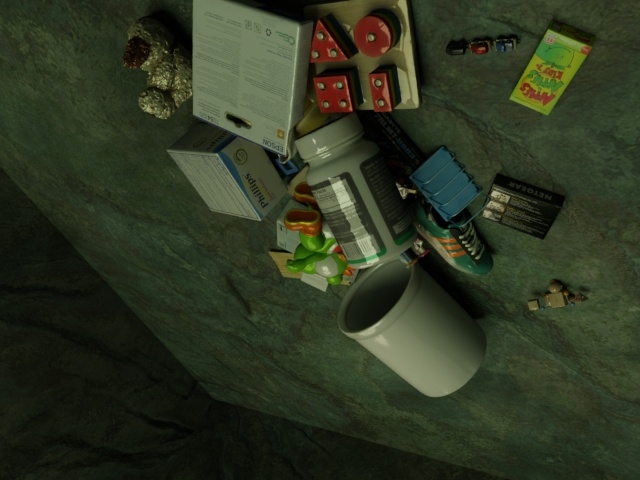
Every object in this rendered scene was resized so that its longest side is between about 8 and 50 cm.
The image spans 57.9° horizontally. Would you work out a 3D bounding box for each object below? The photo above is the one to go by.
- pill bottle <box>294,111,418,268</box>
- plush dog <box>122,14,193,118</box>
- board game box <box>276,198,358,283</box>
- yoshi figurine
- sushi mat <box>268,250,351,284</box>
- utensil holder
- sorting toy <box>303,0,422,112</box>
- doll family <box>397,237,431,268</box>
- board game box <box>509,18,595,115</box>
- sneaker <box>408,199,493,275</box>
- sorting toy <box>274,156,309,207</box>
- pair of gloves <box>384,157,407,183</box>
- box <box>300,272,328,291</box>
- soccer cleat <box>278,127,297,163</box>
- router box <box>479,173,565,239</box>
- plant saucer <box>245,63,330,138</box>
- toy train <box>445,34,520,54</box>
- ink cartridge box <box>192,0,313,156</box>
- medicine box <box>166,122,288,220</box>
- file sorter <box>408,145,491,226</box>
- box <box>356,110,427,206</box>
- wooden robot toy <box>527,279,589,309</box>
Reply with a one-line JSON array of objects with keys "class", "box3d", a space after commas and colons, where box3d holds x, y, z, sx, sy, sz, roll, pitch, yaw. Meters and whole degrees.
[{"class": "pill bottle", "box3d": [0.088, -0.127, 1.468, 0.204, 0.204, 0.360, -14, 107, 46]}, {"class": "plush dog", "box3d": [-0.429, -0.497, 1.572, 0.211, 0.262, 0.225, -26, 130, 18]}, {"class": "board game box", "box3d": [0.008, 0.008, 1.926, 0.304, 0.097, 0.224, 28, 161, 7]}, {"class": "yoshi figurine", "box3d": [-0.028, 0.004, 1.686, 0.203, 0.204, 0.362, 56, 171, 40]}, {"class": "sushi mat", "box3d": [-0.041, 0.102, 2.188, 0.317, 0.019, 0.151, 5, 137, 32]}, {"class": "utensil holder", "box3d": [0.304, 0.280, 1.896, 0.385, 0.327, 0.328, 42, 144, -21]}, {"class": "sorting toy", "box3d": [0.084, -0.414, 1.330, 0.257, 0.089, 0.255, 6, 125, 31]}, {"class": "doll family", "box3d": [0.221, 0.002, 1.687, 0.163, 0.118, 0.263, 50, -178, 6]}, {"class": "board game box", "box3d": [0.477, -0.355, 1.201, 0.092, 0.043, 0.181, 26, 145, 7]}, {"class": "sneaker", "box3d": [0.390, -0.014, 1.640, 0.302, 0.108, 0.121, 38, 149, -8]}, {"class": "sorting toy", "box3d": [-0.004, -0.150, 1.822, 0.348, 0.047, 0.196, 38, 149, -11]}, {"class": "pair of gloves", "box3d": [0.192, -0.187, 1.537, 0.074, 0.010, 0.083, 17, 144, 14]}, {"class": "box", "box3d": [-0.001, 0.106, 2.059, 0.101, 0.102, 0.087, 25, 143, 7]}, {"class": "soccer cleat", "box3d": [-0.104, -0.294, 1.544, 0.068, 0.076, 0.196, 12, 141, 25]}, {"class": "router box", "box3d": [0.521, -0.086, 1.505, 0.179, 0.046, 0.133, 22, 144, 12]}, {"class": "plant saucer", "box3d": [-0.139, -0.401, 1.575, 0.333, 0.081, 0.333, 37, 146, -9]}, {"class": "toy train", "box3d": [0.343, -0.414, 1.232, 0.159, 0.036, 0.027, 6, 138, 32]}, {"class": "ink cartridge box", "box3d": [-0.179, -0.415, 1.424, 0.324, 0.071, 0.329, 27, 130, 23]}, {"class": "medicine box", "box3d": [-0.290, -0.219, 1.809, 0.290, 0.149, 0.263, 12, 143, 45]}, {"class": "file sorter", "box3d": [0.336, -0.135, 1.485, 0.170, 0.118, 0.104, 46, -176, -21]}, {"class": "box", "box3d": [0.142, -0.204, 1.618, 0.293, 0.073, 0.296, 44, 142, -19]}, {"class": "wooden robot toy", "box3d": [0.687, 0.153, 1.688, 0.173, 0.076, 0.078, -18, 88, 48]}]
